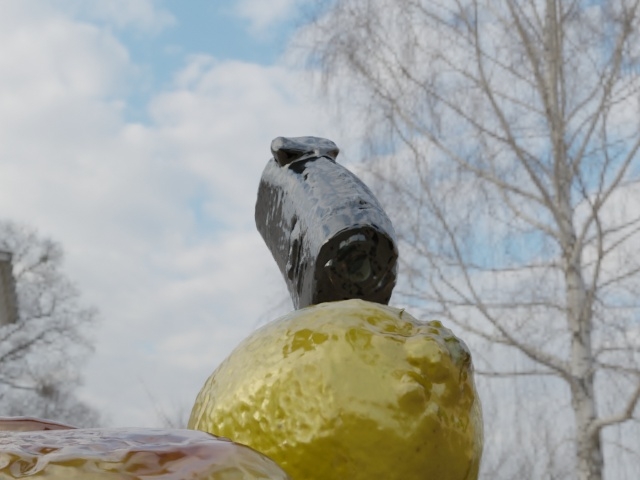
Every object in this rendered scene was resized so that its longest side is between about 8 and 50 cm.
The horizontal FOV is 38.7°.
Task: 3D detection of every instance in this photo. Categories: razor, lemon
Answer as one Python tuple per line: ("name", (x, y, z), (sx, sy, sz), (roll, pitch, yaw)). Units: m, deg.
("razor", (0.004, 0.000, 1.093), (0.107, 0.327, 0.189), (3, -65, -18))
("lemon", (0.009, 0.150, 0.672), (0.260, 0.204, 0.204), (-41, -41, 23))

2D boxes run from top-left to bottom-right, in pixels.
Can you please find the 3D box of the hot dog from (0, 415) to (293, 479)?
("hot dog", (-0.206, 0.175, 0.395), (0.405, 0.185, 0.223), (2, -7, -11))
